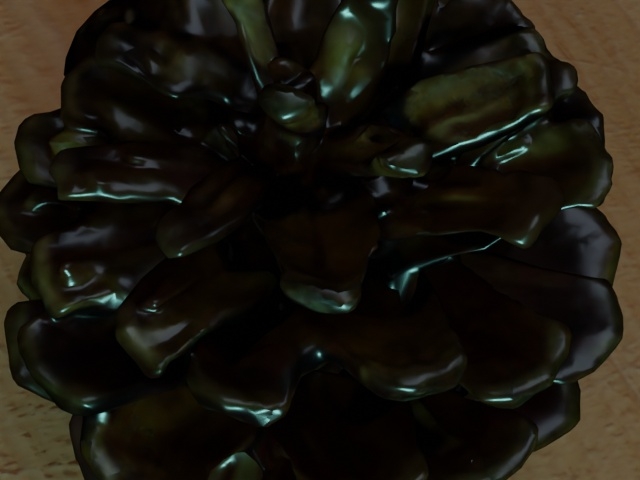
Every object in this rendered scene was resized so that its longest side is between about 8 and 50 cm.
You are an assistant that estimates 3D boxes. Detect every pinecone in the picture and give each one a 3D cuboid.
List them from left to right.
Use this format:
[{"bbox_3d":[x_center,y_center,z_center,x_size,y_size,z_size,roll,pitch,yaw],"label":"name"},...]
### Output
[{"bbox_3d":[0.000,0.000,0.889,0.398,0.397,0.397,10,50,-11],"label":"pinecone"}]
